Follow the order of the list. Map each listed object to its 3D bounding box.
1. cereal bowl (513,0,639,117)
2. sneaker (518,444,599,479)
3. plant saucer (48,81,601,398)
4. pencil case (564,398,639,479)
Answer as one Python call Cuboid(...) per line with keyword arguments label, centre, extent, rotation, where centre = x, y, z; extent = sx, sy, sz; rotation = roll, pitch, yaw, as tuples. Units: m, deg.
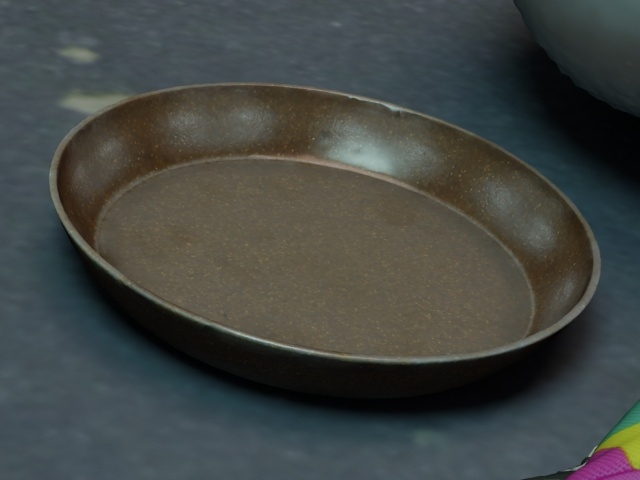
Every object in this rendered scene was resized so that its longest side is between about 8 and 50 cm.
Cuboid(label="cereal bowl", centre=(0.231, -0.099, 0.645), extent=(0.339, 0.141, 0.339), rotation=(-7, 8, 1))
Cuboid(label="sneaker", centre=(0.070, 0.069, 0.459), extent=(0.083, 0.032, 0.037), rotation=(6, 22, -30))
Cuboid(label="plant saucer", centre=(0.000, 0.000, 0.554), extent=(0.168, 0.029, 0.168), rotation=(10, 29, -5))
Cuboid(label="pencil case", centre=(0.148, 0.039, 0.432), extent=(0.104, 0.104, 0.236), rotation=(26, 41, 25))
